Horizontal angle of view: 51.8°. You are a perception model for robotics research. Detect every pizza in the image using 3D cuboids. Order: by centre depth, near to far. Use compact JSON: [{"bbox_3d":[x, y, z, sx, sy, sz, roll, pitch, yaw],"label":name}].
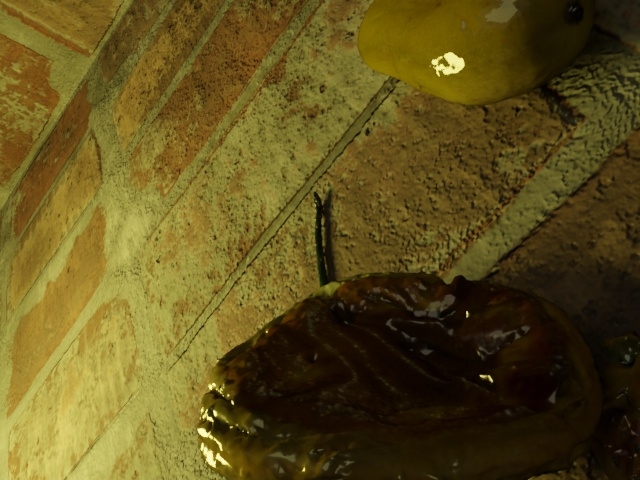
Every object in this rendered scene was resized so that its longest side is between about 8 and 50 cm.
[{"bbox_3d":[0.287,0.118,0.466,0.226,0.069,0.147,-25,50,39],"label":"pizza"}]

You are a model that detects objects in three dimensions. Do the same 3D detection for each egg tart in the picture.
[{"bbox_3d":[0.056,0.144,0.571,0.351,0.339,0.153,-5,106,24],"label":"egg tart"}]

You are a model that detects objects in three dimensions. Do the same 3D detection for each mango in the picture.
[{"bbox_3d":[0.170,-0.259,0.760,0.195,0.142,0.331,-54,36,5],"label":"mango"}]

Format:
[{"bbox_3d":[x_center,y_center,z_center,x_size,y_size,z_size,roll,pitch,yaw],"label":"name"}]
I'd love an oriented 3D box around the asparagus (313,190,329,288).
[{"bbox_3d":[0.000,0.000,0.912,0.016,0.016,0.163,121,152,-52],"label":"asparagus"}]
